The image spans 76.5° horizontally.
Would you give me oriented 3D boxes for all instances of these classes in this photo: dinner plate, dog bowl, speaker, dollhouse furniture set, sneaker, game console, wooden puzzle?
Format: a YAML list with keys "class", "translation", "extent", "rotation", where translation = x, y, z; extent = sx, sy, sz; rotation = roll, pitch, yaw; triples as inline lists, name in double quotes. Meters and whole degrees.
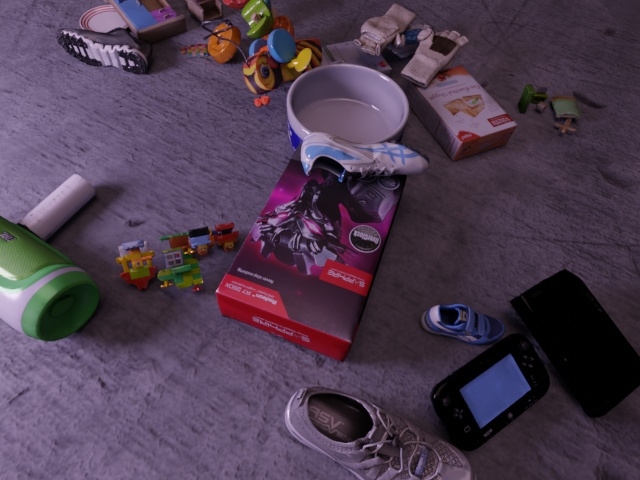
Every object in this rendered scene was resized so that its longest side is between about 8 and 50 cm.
- class: "dinner plate"
  translation: [-0.587, -0.605, 1.121]
  extent: [0.141, 0.017, 0.141]
  rotation: [2, 57, -3]
- class: "dog bowl"
  translation: [0.057, -0.271, 0.909]
  extent: [0.265, 0.104, 0.265]
  rotation: [2, 59, -3]
- class: "speaker"
  translation: [-0.513, 0.042, 0.662]
  extent: [0.296, 0.131, 0.131]
  rotation: [28, 60, 13]
- class: "dollhouse furniture set"
  translation: [0.584, -0.355, 1.019]
  extent: [0.151, 0.058, 0.076]
  rotation: [5, 53, 3]
- class: "sneaker"
  translation: [-0.532, -0.490, 1.022]
  extent: [0.234, 0.078, 0.106]
  rotation: [14, 55, 0]
- class: "speaker"
  translation: [-0.495, -0.063, 0.769]
  extent: [0.055, 0.055, 0.136]
  rotation: [25, 60, 11]
- class: "sneaker"
  translation: [0.249, 0.141, 0.694]
  extent: [0.144, 0.059, 0.053]
  rotation: [8, 57, -2]
- class: "game console"
  translation: [0.339, 0.208, 0.645]
  extent: [0.361, 0.044, 0.213]
  rotation: [-25, 74, -19]
- class: "sneaker"
  translation: [0.204, -0.528, 1.090]
  extent: [0.190, 0.083, 0.071]
  rotation: [4, 66, -5]
- class: "sneaker"
  translation: [0.079, 0.285, 0.559]
  extent: [0.281, 0.115, 0.105]
  rotation: [18, 59, 7]
- class: "dollhouse furniture set"
  translation: [-0.418, -0.703, 1.007]
  extent: [0.286, 0.303, 0.198]
  rotation: [-35, 79, -22]
- class: "sneaker"
  translation: [0.081, -0.141, 0.746]
  extent: [0.237, 0.085, 0.086]
  rotation: [6, 82, -5]
- class: "wooden puzzle"
  translation: [-0.329, -0.506, 1.084]
  extent: [0.083, 0.006, 0.049]
  rotation: [-13, 60, -12]

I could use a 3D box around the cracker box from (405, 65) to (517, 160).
- class: "cracker box"
  translation: [0.329, -0.311, 0.975]
  extent: [0.155, 0.067, 0.232]
  rotation: [-20, 62, -15]

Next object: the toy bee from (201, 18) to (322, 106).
- class: "toy bee"
  translation: [-0.121, -0.395, 0.949]
  extent: [0.298, 0.195, 0.162]
  rotation: [-10, 101, -21]

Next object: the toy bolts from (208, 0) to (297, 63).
- class: "toy bolts"
  translation: [-0.176, -0.563, 1.087]
  extent: [0.218, 0.158, 0.228]
  rotation: [-24, 66, 28]

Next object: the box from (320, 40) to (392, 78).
- class: "box"
  translation: [0.072, -0.463, 1.068]
  extent: [0.186, 0.038, 0.145]
  rotation: [-18, 61, -14]

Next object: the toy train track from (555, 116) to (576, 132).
- class: "toy train track"
  translation: [0.612, -0.287, 1.013]
  extent: [0.048, 0.014, 0.083]
  rotation: [28, 55, 21]

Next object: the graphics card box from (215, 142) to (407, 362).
- class: "graphics card box"
  translation: [0.000, 0.000, 0.744]
  extent: [0.232, 0.094, 0.371]
  rotation: [19, 57, 9]

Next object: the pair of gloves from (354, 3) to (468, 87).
- class: "pair of gloves"
  translation: [0.221, -0.498, 1.008]
  extent: [0.240, 0.042, 0.204]
  rotation: [40, 67, 15]

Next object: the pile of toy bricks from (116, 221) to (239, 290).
- class: "pile of toy bricks"
  translation: [-0.236, 0.039, 0.708]
  extent: [0.212, 0.118, 0.105]
  rotation: [-13, 92, -22]
